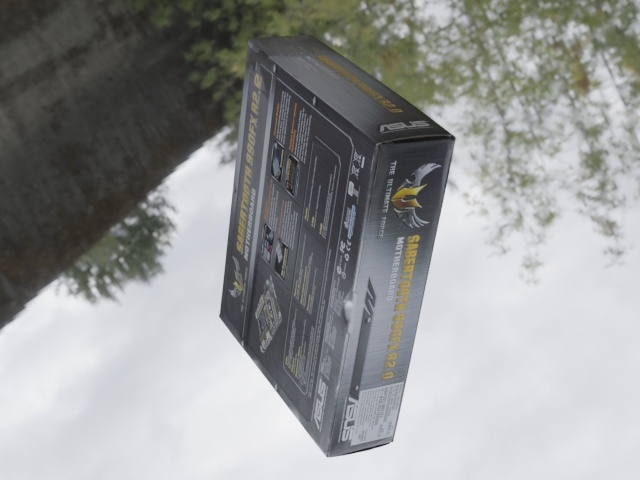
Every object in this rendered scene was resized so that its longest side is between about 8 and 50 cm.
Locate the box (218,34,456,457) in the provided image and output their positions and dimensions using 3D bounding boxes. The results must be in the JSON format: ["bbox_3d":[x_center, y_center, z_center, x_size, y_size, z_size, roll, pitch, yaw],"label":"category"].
[{"bbox_3d":[0.000,0.000,0.723,0.056,0.231,0.183,-7,-149,-27],"label":"box"}]
